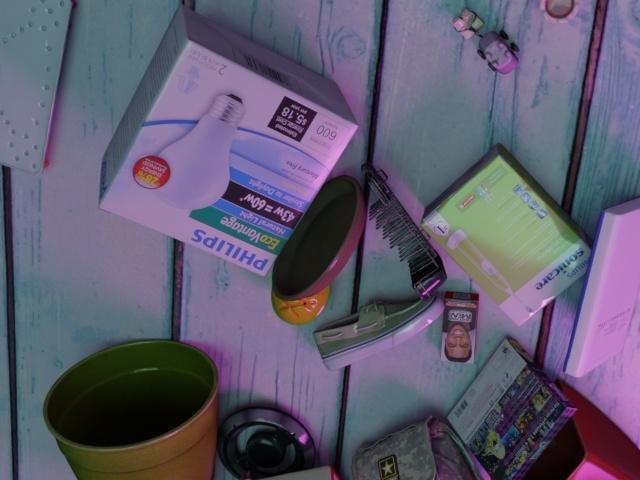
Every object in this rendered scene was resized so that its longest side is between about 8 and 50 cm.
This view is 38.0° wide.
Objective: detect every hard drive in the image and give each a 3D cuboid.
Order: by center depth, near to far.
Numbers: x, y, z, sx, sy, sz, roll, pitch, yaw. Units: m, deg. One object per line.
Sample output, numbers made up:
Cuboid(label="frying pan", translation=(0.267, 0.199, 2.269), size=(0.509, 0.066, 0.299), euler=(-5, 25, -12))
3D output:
Cuboid(label="hard drive", translation=(0.550, 0.082, 1.750), size=(0.040, 0.210, 0.319), euler=(23, 114, 36))

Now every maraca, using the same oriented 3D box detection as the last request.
Cuboid(label="maraca", translation=(-0.035, 0.085, 1.937), size=(0.127, 0.099, 0.186), euler=(19, 89, 16))

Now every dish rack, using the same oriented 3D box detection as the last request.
Cuboid(label="dish rack", translation=(0.149, -0.028, 1.805), size=(0.074, 0.208, 0.271), euler=(-35, 97, 8))

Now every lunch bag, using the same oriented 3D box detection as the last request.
Cuboid(label="lunch bag", translation=(0.213, 0.534, 1.974), size=(0.235, 0.169, 0.287), euler=(-36, 85, 36))

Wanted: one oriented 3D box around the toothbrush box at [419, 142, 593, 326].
Cuboid(label="toothbrush box", translation=(0.364, -0.012, 1.801), size=(0.283, 0.122, 0.206), euler=(45, 110, -3))

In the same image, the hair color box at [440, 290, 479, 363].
Cuboid(label="hair color box", translation=(0.287, 0.180, 1.921), size=(0.072, 0.043, 0.141), euler=(4, 109, 11))

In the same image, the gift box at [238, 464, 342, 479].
Cuboid(label="gift box", translation=(-0.060, 0.635, 2.020), size=(0.258, 0.276, 0.255), euler=(-15, 138, 10))

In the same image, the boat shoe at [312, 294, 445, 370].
Cuboid(label="boat shoe", translation=(0.112, 0.176, 1.922), size=(0.302, 0.109, 0.094), euler=(-29, 97, 24))

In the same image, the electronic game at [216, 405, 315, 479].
Cuboid(label="electronic game", translation=(-0.124, 0.472, 2.102), size=(0.229, 0.048, 0.229), euler=(4, 116, 9))

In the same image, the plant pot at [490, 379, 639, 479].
Cuboid(label="plant pot", translation=(0.524, 0.492, 1.870), size=(0.235, 0.267, 0.267), euler=(27, 112, -10))

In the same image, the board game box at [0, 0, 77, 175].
Cuboid(label="board game box", translation=(-0.725, -0.378, 1.961), size=(0.390, 0.050, 0.390), euler=(19, 110, 6))

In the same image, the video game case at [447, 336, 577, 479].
Cuboid(label="video game case", translation=(0.381, 0.351, 1.886), size=(0.042, 0.210, 0.232), euler=(14, 117, -38))

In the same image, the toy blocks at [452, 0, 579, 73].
Cuboid(label="toy blocks", translation=(0.327, -0.471, 1.587), size=(0.309, 0.260, 0.288), euler=(-41, 96, 21))

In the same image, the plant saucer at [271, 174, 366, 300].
Cuboid(label="plant saucer", translation=(0.000, 0.000, 1.819), size=(0.041, 0.278, 0.278), euler=(32, 113, -24))

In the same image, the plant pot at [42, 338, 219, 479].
Cuboid(label="plant pot", translation=(-0.375, 0.464, 2.023), size=(0.366, 0.366, 0.353), euler=(0, 120, 12))

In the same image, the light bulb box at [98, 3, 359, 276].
Cuboid(label="light bulb box", translation=(-0.183, -0.182, 1.752), size=(0.358, 0.225, 0.361), euler=(23, 113, -22))
